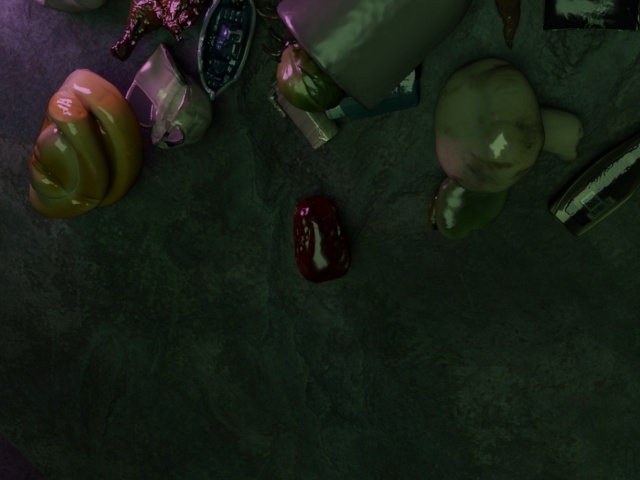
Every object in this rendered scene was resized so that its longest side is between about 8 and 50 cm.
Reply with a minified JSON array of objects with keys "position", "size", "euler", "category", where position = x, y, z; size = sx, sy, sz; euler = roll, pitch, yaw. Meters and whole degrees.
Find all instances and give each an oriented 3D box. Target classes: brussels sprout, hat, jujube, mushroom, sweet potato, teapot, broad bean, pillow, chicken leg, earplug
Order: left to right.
[{"position":[-0.395,-0.562,1.914],"size":[0.323,0.083,0.177],"euler":[-10,78,25],"category":"chicken leg"},{"position":[-0.383,-0.370,1.991],"size":[0.232,0.161,0.275],"euler":[-38,75,33],"category":"hat"},{"position":[-0.052,-0.329,1.960],"size":[0.107,0.077,0.200],"euler":[-27,105,43],"category":"teapot"},{"position":[-0.028,-0.381,1.825],"size":[0.183,0.145,0.131],"euler":[42,125,-1],"category":"brussels sprout"},{"position":[0.000,0.000,2.046],"size":[0.155,0.155,0.230],"euler":[-3,107,15],"category":"jujube"},{"position":[0.146,-0.528,1.685],"size":[0.394,0.312,0.312],"euler":[-42,98,13],"category":"earplug"},{"position":[0.369,-0.101,1.942],"size":[0.228,0.100,0.169],"euler":[-33,108,14],"category":"broad bean"},{"position":[0.424,-0.544,1.747],"size":[0.068,0.068,0.226],"euler":[-4,113,16],"category":"sweet potato"},{"position":[0.435,-0.258,1.786],"size":[0.336,0.314,0.314],"euler":[5,118,-21],"category":"mushroom"},{"position":[0.604,-0.533,1.712],"size":[0.208,0.055,0.141],"euler":[2,105,13],"category":"pillow"}]

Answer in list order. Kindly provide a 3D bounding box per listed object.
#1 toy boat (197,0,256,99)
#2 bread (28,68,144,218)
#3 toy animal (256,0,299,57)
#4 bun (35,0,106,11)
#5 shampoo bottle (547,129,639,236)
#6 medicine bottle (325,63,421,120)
[{"position":[-0.230,-0.491,1.880],"size":[0.129,0.142,0.309],"euler":[9,118,-22],"category":"toy boat"},{"position":[-0.645,-0.250,2.023],"size":[0.329,0.245,0.424],"euler":[55,139,11],"category":"bread"},{"position":[-0.053,-0.553,1.859],"size":[0.186,0.093,0.214],"euler":[4,121,18],"category":"toy animal"},{"position":[-0.642,-0.723,1.869],"size":[0.355,0.194,0.354],"euler":[6,116,13],"category":"bun"},{"position":[0.706,-0.160,1.830],"size":[0.126,0.084,0.350],"euler":[40,116,-8],"category":"shampoo bottle"},{"position":[0.133,-0.367,1.889],"size":[0.258,0.079,0.124],"euler":[-12,114,20],"category":"medicine bottle"}]
